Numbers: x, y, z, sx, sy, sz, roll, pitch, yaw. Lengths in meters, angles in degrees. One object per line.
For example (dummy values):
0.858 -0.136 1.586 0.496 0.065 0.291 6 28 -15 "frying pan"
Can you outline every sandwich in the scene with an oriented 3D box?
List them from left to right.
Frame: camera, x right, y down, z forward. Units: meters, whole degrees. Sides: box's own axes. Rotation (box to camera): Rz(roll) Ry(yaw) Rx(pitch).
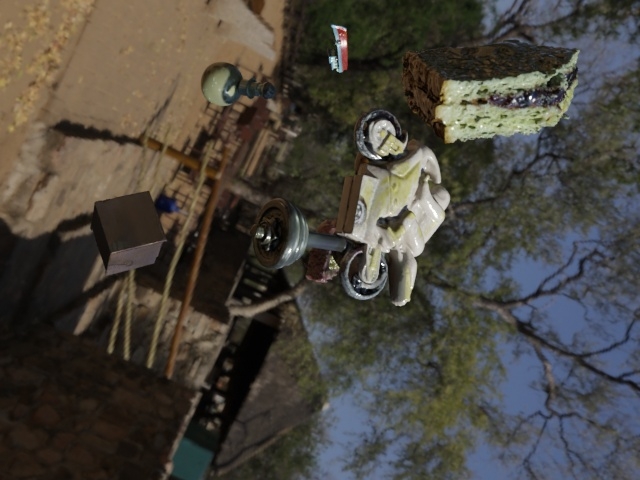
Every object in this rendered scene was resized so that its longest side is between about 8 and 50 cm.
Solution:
0.343 -0.303 1.364 0.262 0.326 0.131 -108 -168 -61 "sandwich"

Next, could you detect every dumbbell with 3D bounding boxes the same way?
0.000 0.000 1.803 0.179 0.406 0.179 -13 -106 51 "dumbbell"

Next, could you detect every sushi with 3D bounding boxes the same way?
0.032 0.022 2.196 0.241 0.108 0.161 -31 119 -54 "sushi"

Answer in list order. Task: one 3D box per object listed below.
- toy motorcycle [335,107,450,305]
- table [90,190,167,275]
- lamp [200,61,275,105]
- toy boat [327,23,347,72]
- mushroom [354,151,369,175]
0.136 -0.055 1.263 0.108 0.223 0.340 3 -97 59 "toy motorcycle"
-0.576 -0.020 2.106 0.169 0.173 0.193 67 -28 15 "table"
-0.166 -0.318 1.450 0.091 0.163 0.090 12 90 -67 "lamp"
0.052 -0.594 2.164 0.172 0.059 0.069 86 -1 -54 "toy boat"
0.126 -0.156 1.477 0.087 0.127 0.127 13 -106 43 "mushroom"
